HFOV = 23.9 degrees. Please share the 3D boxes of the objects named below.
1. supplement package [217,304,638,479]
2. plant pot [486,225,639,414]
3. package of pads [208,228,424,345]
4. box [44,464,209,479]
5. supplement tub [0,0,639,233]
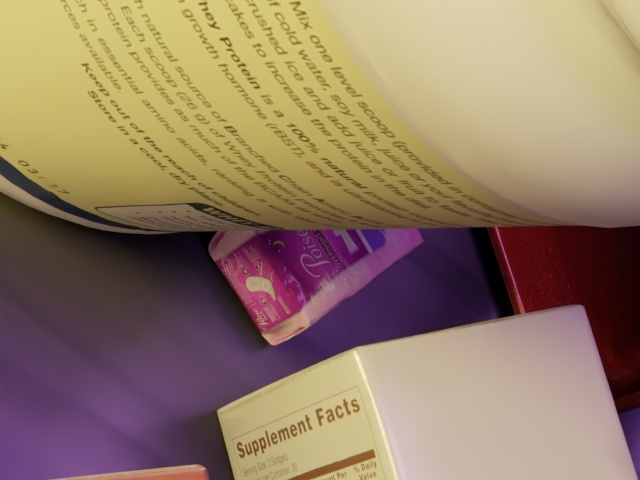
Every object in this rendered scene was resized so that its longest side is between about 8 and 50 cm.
[{"bbox_3d":[0.051,0.126,0.535,0.105,0.105,0.179,-8,77,-34],"label":"supplement package"},{"bbox_3d":[0.230,-0.094,0.685,0.235,0.267,0.267,-6,76,-51],"label":"plant pot"},{"bbox_3d":[0.000,0.000,0.601,0.083,0.032,0.050,-34,91,-42],"label":"package of pads"},{"bbox_3d":[-0.093,0.159,0.422,0.130,0.091,0.171,0,72,-38],"label":"box"},{"bbox_3d":[0.023,-0.120,0.444,0.235,0.324,0.236,0,90,-41],"label":"supplement tub"}]
